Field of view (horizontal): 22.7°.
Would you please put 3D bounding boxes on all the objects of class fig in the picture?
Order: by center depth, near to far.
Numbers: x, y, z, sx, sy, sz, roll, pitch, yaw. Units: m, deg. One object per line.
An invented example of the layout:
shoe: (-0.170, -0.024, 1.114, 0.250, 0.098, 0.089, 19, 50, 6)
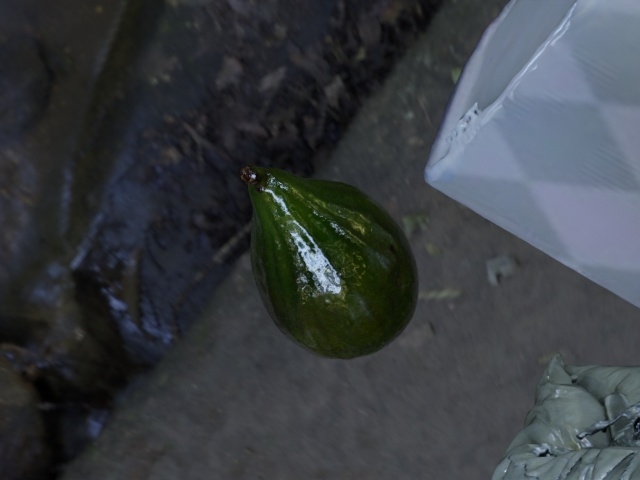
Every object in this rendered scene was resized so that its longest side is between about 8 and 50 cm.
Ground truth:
fig: (0.000, 0.000, 1.051, 0.117, 0.177, 0.117, -13, 43, 12)

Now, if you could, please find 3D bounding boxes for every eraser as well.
eraser: (0.267, -0.020, 0.704, 0.397, 0.213, 0.082, 29, 39, -11)

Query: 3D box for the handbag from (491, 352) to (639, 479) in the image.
handbag: (0.103, 0.104, 0.370, 0.095, 0.117, 0.173, -24, 89, -24)
